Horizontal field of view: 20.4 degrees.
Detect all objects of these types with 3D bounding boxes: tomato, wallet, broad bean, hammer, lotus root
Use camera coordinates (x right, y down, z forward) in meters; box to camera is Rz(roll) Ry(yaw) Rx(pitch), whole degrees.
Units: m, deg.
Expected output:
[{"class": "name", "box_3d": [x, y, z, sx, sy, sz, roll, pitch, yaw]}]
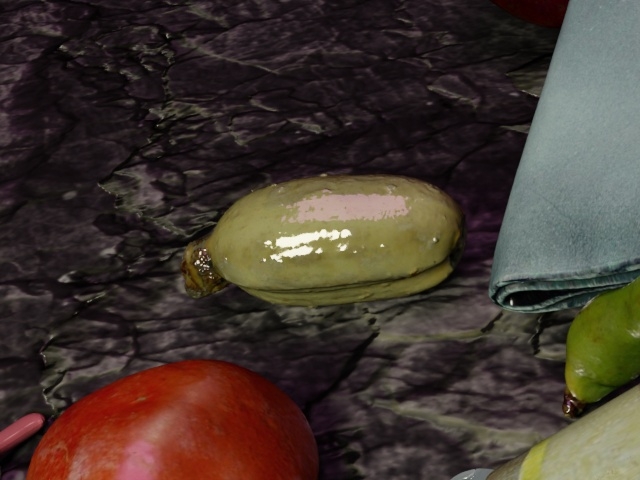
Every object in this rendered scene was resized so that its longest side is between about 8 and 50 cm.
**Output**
[{"class": "tomato", "box_3d": [-0.080, 0.120, 0.928, 0.166, 0.082, 0.174, -17, 26, -9]}, {"class": "wallet", "box_3d": [0.215, -0.085, 0.985, 0.290, 0.054, 0.251, -13, 53, 56]}, {"class": "broad bean", "box_3d": [0.180, 0.026, 0.867, 0.052, 0.256, 0.052, 26, 60, -10]}, {"class": "hammer", "box_3d": [-0.191, 0.121, 1.032, 0.053, 0.031, 0.083, 13, 31, 34]}, {"class": "lotus root", "box_3d": [0.000, -0.001, 1.106, 0.183, 0.090, 0.077, -6, 70, 14]}]

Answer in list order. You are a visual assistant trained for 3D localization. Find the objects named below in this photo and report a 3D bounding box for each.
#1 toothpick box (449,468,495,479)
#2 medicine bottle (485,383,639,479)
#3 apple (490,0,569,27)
[{"class": "toothpick box", "box_3d": [0.073, 0.152, 0.833, 0.052, 0.052, 0.083, -3, 31, 18]}, {"class": "medicine bottle", "box_3d": [0.151, 0.119, 0.645, 0.322, 0.151, 0.151, -32, 26, 11]}, {"class": "apple", "box_3d": [0.205, -0.272, 1.391, 0.234, 0.234, 0.234, -10, 28, 6]}]
